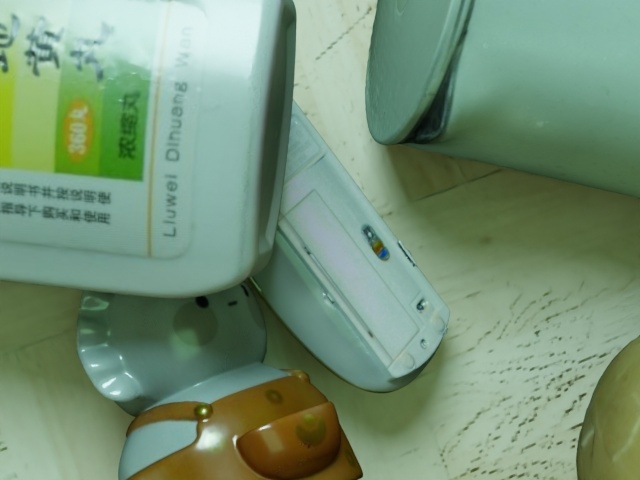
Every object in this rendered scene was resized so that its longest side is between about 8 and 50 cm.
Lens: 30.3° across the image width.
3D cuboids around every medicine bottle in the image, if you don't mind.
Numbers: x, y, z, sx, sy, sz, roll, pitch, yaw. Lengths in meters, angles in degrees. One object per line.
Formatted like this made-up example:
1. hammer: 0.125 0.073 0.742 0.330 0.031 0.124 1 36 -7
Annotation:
1. medicine bottle: -0.181 -0.072 0.609 0.324 0.124 0.179 7 95 6

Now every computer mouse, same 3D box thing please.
1. computer mouse: -0.001 0.001 0.708 0.199 0.045 0.102 52 46 -7

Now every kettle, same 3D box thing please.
1. kettle: 0.205 -0.150 0.704 0.318 0.205 0.265 9 88 -10

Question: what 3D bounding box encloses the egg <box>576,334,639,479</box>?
1. egg: 0.257 0.134 0.691 0.201 0.244 0.201 0 96 -2

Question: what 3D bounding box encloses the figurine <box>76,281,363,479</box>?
1. figurine: -0.069 0.096 0.675 0.143 0.143 0.271 -34 68 -12
